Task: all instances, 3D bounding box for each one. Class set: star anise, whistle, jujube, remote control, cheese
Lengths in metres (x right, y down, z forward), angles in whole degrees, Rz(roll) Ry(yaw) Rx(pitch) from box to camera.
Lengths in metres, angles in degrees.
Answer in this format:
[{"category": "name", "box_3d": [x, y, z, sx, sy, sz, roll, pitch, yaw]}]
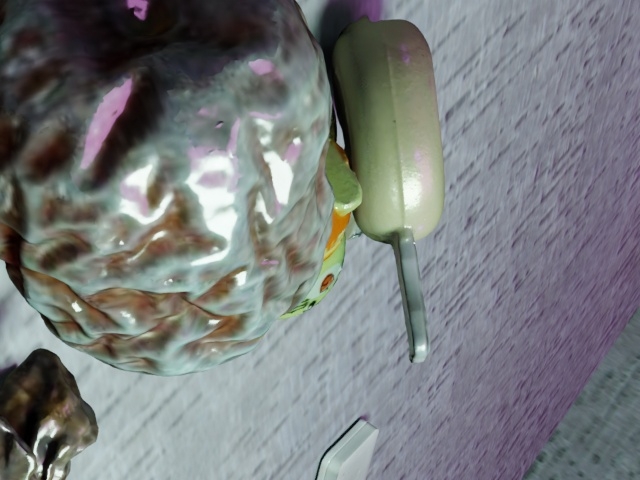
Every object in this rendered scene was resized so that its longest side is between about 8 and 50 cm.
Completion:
[{"category": "star anise", "box_3d": [-0.226, 0.187, 0.966, 0.236, 0.109, 0.223, -69, 168, 21]}, {"category": "whistle", "box_3d": [-0.028, -0.024, 1.173, 0.131, 0.106, 0.288, -39, 159, -26]}, {"category": "jujube", "box_3d": [-0.099, -0.043, 0.865, 0.226, 0.226, 0.317, -51, 163, -23]}, {"category": "remote control", "box_3d": [0.020, 0.348, 1.921, 0.103, 0.034, 0.250, -40, 151, -43]}, {"category": "cheese", "box_3d": [0.062, -0.041, 1.208, 0.163, 0.082, 0.286, 89, -4, -79]}]

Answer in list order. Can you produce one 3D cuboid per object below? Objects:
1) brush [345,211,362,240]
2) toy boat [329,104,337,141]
[{"category": "brush", "box_3d": [0.000, 0.000, 1.421, 0.336, 0.020, 0.085, -41, 153, -41]}, {"category": "toy boat", "box_3d": [-0.011, -0.086, 1.230, 0.149, 0.047, 0.049, 87, 20, -55]}]
